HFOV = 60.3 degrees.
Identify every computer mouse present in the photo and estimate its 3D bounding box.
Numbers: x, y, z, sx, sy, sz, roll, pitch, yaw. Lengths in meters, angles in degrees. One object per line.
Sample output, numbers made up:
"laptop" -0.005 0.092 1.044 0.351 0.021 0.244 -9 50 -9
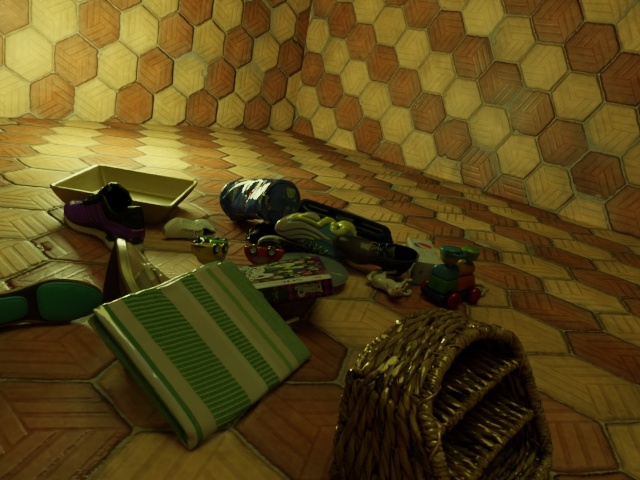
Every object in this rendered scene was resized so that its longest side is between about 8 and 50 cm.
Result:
"computer mouse" -0.063 -0.023 1.583 0.272 0.072 0.188 14 17 12

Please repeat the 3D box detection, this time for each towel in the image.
"towel" -0.171 0.155 0.874 0.248 0.038 0.324 47 26 10

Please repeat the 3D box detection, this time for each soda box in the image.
"soda box" 0.283 0.057 1.536 0.073 0.069 0.216 10 17 -1

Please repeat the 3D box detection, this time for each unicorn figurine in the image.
"unicorn figurine" 0.179 0.109 1.356 0.161 0.060 0.111 4 10 43

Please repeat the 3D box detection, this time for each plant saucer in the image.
"plant saucer" -0.564 -0.133 1.629 0.332 0.081 0.333 10 18 -2

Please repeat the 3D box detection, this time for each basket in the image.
"basket" 0.192 0.225 0.733 0.223 0.214 0.299 23 22 36

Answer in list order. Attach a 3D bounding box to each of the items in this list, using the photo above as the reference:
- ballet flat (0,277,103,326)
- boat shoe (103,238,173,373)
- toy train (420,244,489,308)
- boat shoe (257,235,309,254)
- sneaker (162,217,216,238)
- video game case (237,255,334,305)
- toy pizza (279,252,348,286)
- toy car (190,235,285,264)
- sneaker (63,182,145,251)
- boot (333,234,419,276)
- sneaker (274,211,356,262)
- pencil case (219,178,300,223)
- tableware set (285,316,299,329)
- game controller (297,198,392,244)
"ballet flat" -0.500 0.105 0.948 0.232 0.080 0.073 -3 7 -39
"boat shoe" -0.309 0.112 0.977 0.110 0.122 0.341 7 28 -33
"toy train" 0.372 0.077 1.402 0.247 0.144 0.105 -6 24 -41
"boat shoe" -0.099 0.021 1.467 0.142 0.049 0.040 12 18 -1
"sneaker" -0.348 -0.029 1.475 0.152 0.054 0.061 -7 27 -44
"video game case" -0.091 0.084 1.151 0.210 0.042 0.232 -7 10 -5
"toy pizza" -0.031 0.080 1.349 0.201 0.032 0.201 7 19 -3
"toy car" -0.233 0.027 1.321 0.238 0.053 0.224 5 3 -38
"sneaker" -0.532 -0.080 1.373 0.293 0.146 0.102 22 21 31
"boot" 0.148 0.022 1.421 0.219 0.082 0.106 20 -28 -17
"sneaker" 0.000 0.000 1.449 0.240 0.091 0.126 3 55 -27
"pencil case" -0.184 -0.112 1.606 0.119 0.133 0.306 36 -17 -32
"tableware set" -0.143 0.154 1.047 0.194 0.039 0.128 13 18 9
"game controller" 0.068 -0.050 1.680 0.318 0.067 0.166 19 15 1
